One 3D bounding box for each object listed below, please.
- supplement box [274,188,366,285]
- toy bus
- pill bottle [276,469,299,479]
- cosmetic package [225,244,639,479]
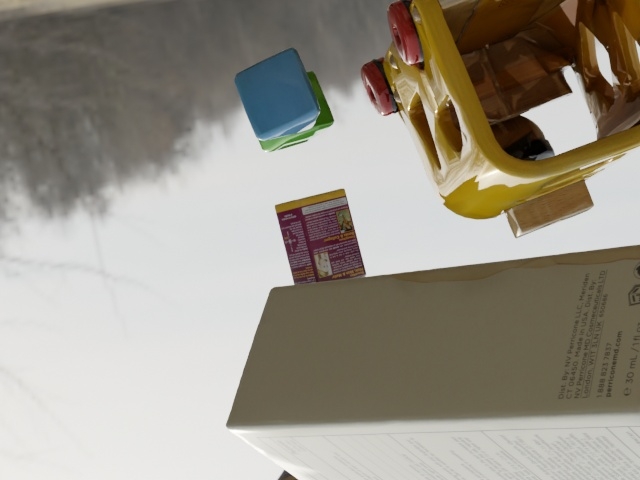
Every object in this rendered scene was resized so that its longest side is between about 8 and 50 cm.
[{"bbox_3d":[0.000,0.000,1.431,0.055,0.083,0.043,-14,-179,-33],"label":"supplement box"},{"bbox_3d":[0.085,-0.057,0.692,0.191,0.104,0.202,-26,173,39],"label":"toy bus"},{"bbox_3d":[0.036,0.211,1.418,0.123,0.122,0.219,-6,-156,29],"label":"pill bottle"},{"bbox_3d":[0.113,0.098,0.988,0.309,0.113,0.160,-6,146,40],"label":"cosmetic package"}]
